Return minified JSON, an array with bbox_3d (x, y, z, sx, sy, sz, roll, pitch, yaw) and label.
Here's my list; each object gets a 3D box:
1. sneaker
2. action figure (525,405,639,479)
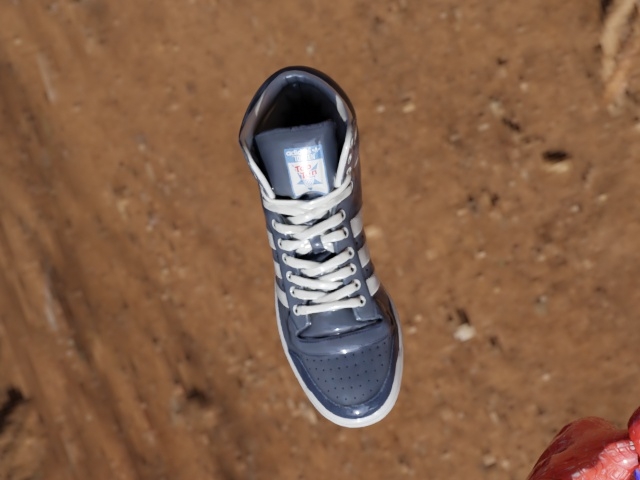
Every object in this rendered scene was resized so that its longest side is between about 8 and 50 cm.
[{"bbox_3d":[0.000,0.000,1.234,0.153,0.099,0.282,69,-169,-74],"label":"sneaker"},{"bbox_3d":[0.100,0.179,0.675,0.139,0.091,0.280,37,124,7],"label":"action figure"}]
